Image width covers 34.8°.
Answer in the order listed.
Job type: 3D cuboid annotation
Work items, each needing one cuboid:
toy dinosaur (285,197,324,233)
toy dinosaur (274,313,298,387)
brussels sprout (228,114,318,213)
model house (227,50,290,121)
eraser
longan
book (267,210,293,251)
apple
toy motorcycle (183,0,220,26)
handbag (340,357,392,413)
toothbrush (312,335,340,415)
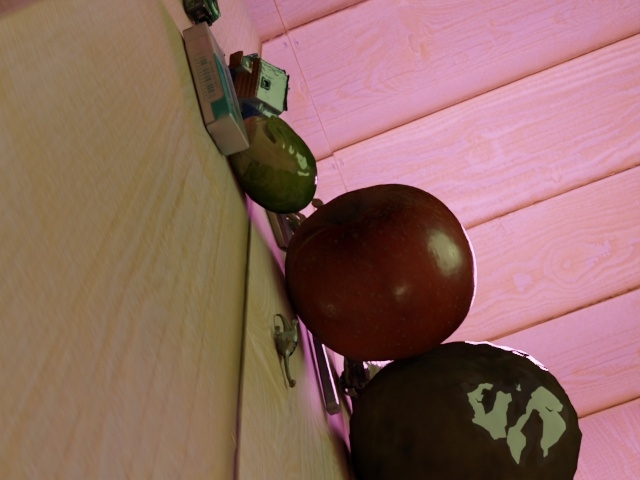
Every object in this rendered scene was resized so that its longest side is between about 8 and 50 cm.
[{"bbox_3d":[0.003,-0.003,2.272,0.251,0.072,0.200,25,-28,39],"label":"toy dinosaur"},{"bbox_3d":[-0.052,0.145,1.531,0.180,0.037,0.058,-90,-176,-59],"label":"toy dinosaur"},{"bbox_3d":[-0.077,-0.130,1.784,0.180,0.143,0.162,32,53,-46],"label":"brussels sprout"},{"bbox_3d":[-0.153,-0.317,2.077,0.148,0.119,0.148,33,53,-41],"label":"model house"},{"bbox_3d":[-0.176,-0.254,1.706,0.095,0.052,0.225,61,10,-55],"label":"eraser"},{"bbox_3d":[0.257,0.381,1.893,0.404,0.435,0.404,22,-63,55],"label":"longan"},{"bbox_3d":[-0.085,-0.041,2.102,0.198,0.016,0.138,41,29,-81],"label":"book"},{"bbox_3d":[0.110,0.060,1.874,0.277,0.348,0.348,62,7,-21],"label":"apple"},{"bbox_3d":[-0.240,-0.487,1.967,0.100,0.058,0.173,50,21,-61],"label":"toy motorcycle"},{"bbox_3d":[0.109,0.296,2.210,0.235,0.127,0.213,-83,155,-67],"label":"handbag"},{"bbox_3d":[-0.002,0.209,1.936,0.342,0.025,0.030,-105,176,-57],"label":"toothbrush"}]
